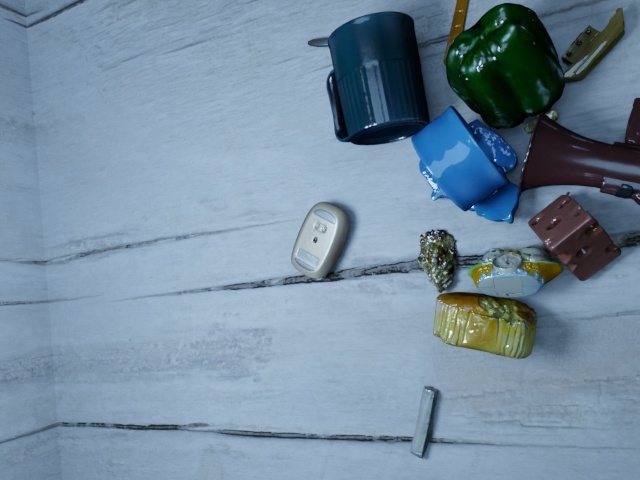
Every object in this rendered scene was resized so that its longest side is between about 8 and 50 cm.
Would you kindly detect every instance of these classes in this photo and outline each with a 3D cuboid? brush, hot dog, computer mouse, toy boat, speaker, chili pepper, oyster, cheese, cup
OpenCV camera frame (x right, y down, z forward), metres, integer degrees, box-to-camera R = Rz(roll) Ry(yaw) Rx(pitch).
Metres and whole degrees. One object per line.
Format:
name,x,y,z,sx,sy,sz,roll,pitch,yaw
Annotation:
brush,0.386,-0.633,1.474,0.090,0.017,0.314,13,96,26
hot dog,0.568,-0.306,1.368,0.090,0.034,0.030,-27,87,43
computer mouse,0.000,0.000,1.619,0.145,0.082,0.237,26,102,24
toy boat,0.665,-0.478,1.310,0.200,0.057,0.077,-50,63,17
speaker,0.665,-0.203,1.268,0.329,0.259,0.198,12,134,20
chili pepper,0.449,-0.422,1.298,0.248,0.256,0.233,-41,43,19
oyster,0.322,0.057,1.477,0.105,0.056,0.177,1,85,19
cheese,0.623,0.004,1.276,0.177,0.203,0.128,43,108,-10
cup,0.136,-0.421,1.472,0.307,0.242,0.292,-13,86,23

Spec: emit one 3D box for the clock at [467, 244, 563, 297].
clock,0.488,0.072,1.350,0.231,0.144,0.103,-2,125,25

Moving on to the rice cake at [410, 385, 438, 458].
rice cake,0.289,0.510,1.495,0.047,0.036,0.207,13,95,38

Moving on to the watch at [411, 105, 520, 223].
watch,0.365,-0.168,1.333,0.241,0.274,0.305,-39,68,20

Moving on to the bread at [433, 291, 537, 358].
bread,0.413,0.204,1.353,0.250,0.179,0.133,11,96,29

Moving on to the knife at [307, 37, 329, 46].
knife,0.070,-0.600,1.629,0.247,0.018,0.035,10,91,25
